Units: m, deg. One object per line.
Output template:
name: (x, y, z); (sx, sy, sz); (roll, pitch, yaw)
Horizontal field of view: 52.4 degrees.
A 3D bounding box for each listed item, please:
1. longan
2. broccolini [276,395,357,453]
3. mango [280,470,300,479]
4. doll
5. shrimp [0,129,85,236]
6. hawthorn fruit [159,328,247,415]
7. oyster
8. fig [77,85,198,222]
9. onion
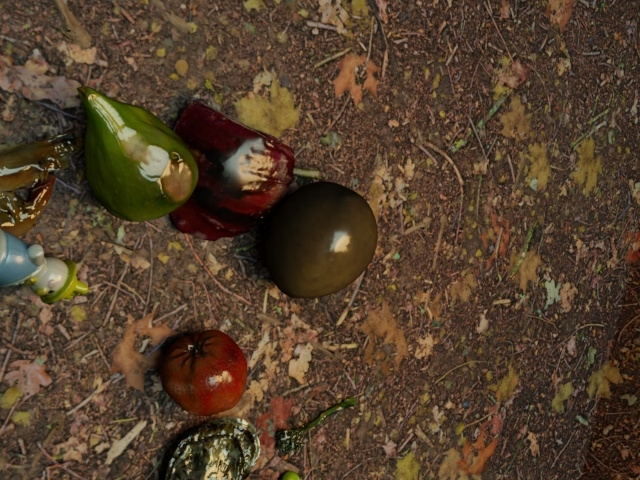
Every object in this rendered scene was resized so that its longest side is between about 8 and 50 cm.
longan: (0.000, 0.000, 1.473); (0.300, 0.300, 0.243); (-36, 76, -28)
broccolini: (-0.001, 0.466, 1.657); (0.255, 0.057, 0.071); (-20, 151, -30)
mango: (-0.076, 0.630, 1.624); (0.073, 0.056, 0.108); (9, 79, -41)
doll: (-0.523, 0.049, 1.156); (0.135, 0.098, 0.241); (-45, 138, 7)
shrimp: (-0.530, -0.095, 1.169); (0.287, 0.063, 0.152); (-31, 116, -26)
hawthorn fruit: (-0.239, 0.293, 1.388); (0.179, 0.179, 0.200); (-41, 139, -25)
oyster: (-0.270, 0.543, 1.422); (0.350, 0.162, 0.158); (-56, 156, -6)
fig: (-0.354, -0.173, 1.190); (0.206, 0.206, 0.275); (-47, 129, -22)
onion: (-0.176, -0.122, 1.384); (0.314, 0.146, 0.279); (20, 88, -41)
